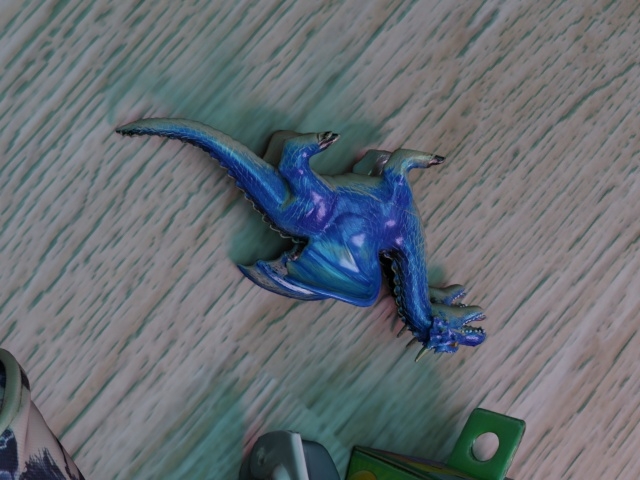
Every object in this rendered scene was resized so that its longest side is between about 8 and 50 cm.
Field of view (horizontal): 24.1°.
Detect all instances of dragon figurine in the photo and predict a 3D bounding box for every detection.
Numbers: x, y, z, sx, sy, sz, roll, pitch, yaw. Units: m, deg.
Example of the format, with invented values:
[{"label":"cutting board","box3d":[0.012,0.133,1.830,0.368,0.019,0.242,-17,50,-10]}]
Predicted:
[{"label":"dragon figurine","box3d":[0.000,0.000,1.022,0.289,0.085,0.144,10,90,-28]}]

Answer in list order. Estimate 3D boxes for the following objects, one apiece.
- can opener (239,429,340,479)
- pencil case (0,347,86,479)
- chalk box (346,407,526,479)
[{"label":"can opener","box3d":[0.003,0.258,0.983,0.095,0.076,0.284,10,54,-36]},{"label":"pencil case","box3d":[-0.156,0.276,0.915,0.159,0.183,0.410,-23,109,13]},{"label":"chalk box","box3d":[0.093,0.225,1.064,0.132,0.132,0.213,14,87,-27]}]
